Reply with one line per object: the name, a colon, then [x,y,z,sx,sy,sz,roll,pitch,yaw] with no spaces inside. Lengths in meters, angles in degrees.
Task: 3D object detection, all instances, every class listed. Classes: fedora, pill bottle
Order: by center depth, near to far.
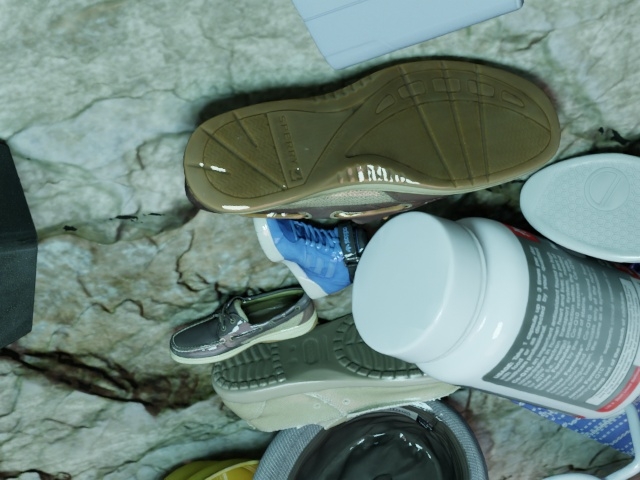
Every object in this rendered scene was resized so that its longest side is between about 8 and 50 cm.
pill bottle: [0.180,0.069,1.763,0.283,0.161,0.161,18,130,-38]
fedora: [0.048,0.287,1.953,0.243,0.275,0.124,30,161,5]

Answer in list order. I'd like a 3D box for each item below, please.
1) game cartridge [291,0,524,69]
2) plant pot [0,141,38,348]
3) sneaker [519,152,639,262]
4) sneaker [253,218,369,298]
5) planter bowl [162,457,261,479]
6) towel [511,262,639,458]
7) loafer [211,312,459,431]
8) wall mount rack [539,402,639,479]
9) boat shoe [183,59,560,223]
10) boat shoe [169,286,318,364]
game cartridge: [0.036,-0.278,1.402,0.196,0.060,0.294,-19,122,20]
plant pot: [-0.343,0.007,1.609,0.167,0.187,0.188,-9,138,-19]
sneaker: [0.345,-0.017,1.773,0.295,0.105,0.147,3,170,14]
sneaker: [0.000,-0.001,1.747,0.084,0.058,0.152,-20,141,17]
planter bowl: [-0.128,0.307,1.998,0.217,0.090,0.217,-23,131,-29]
towel: [0.377,0.140,2.002,0.336,0.040,0.243,27,123,-36]
loafer: [0.026,0.136,1.877,0.268,0.102,0.092,-6,139,7]
wall mount rack: [0.278,0.311,2.059,0.304,0.130,0.350,-30,137,25]
boat shoe: [0.042,-0.076,1.660,0.342,0.123,0.123,-12,168,-10]
boat shoe: [-0.080,0.079,1.825,0.152,0.056,0.049,-18,132,-7]
